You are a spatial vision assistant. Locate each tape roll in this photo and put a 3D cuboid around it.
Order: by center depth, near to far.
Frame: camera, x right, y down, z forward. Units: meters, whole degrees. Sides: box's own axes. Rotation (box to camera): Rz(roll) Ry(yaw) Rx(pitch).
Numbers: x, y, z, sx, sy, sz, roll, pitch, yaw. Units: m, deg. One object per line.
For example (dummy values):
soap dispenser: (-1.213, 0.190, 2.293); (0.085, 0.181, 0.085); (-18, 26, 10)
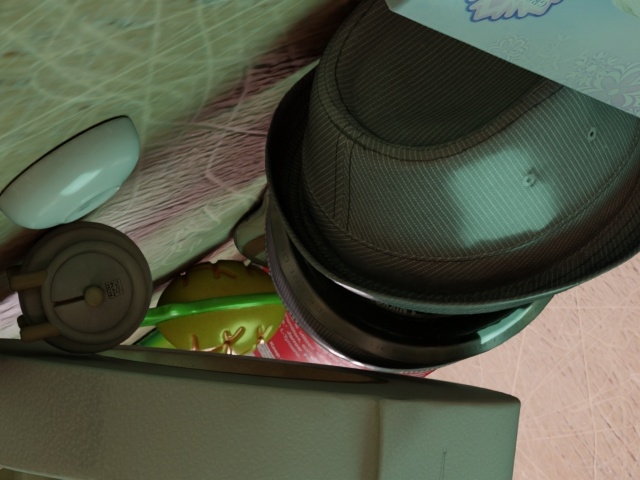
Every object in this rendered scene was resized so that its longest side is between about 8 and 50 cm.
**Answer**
tape roll: (-0.060, 0.118, 1.159); (0.392, 0.072, 0.392); (6, 178, 0)

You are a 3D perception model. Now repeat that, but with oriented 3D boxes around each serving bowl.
serving bowl: (-0.127, -0.030, 0.901); (0.083, 0.027, 0.083); (-34, 177, -2)

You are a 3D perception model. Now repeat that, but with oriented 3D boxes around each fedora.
fedora: (0.095, -0.086, 1.010); (0.275, 0.244, 0.124); (-29, 145, -19)

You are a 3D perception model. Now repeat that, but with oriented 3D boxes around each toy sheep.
toy sheep: (-0.146, 0.030, 1.059); (0.091, 0.091, 0.132); (-34, -166, -5)

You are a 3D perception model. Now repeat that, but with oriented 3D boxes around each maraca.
maraca: (-0.116, 0.070, 1.702); (0.186, 0.099, 0.127); (-4, 168, -36)

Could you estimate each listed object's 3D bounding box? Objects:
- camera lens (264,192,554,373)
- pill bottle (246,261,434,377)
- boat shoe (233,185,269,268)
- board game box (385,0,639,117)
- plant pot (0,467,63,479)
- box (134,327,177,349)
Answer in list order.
camera lens: (0.068, -0.012, 1.303); (0.219, 0.219, 0.274); (-34, 176, -6)
pill bottle: (0.078, 0.037, 1.871); (0.229, 0.229, 0.408); (-31, 175, -34)
boat shoe: (0.000, 0.000, 1.613); (0.123, 0.116, 0.324); (-33, 176, -10)
board game box: (0.231, -0.181, 0.816); (0.318, 0.066, 0.319); (-37, 149, 30)
plant pot: (-0.322, 0.273, 1.528); (0.284, 0.284, 0.191); (-31, 139, -36)
box: (-0.168, 0.268, 2.176); (0.279, 0.290, 0.177); (-35, 177, 19)
